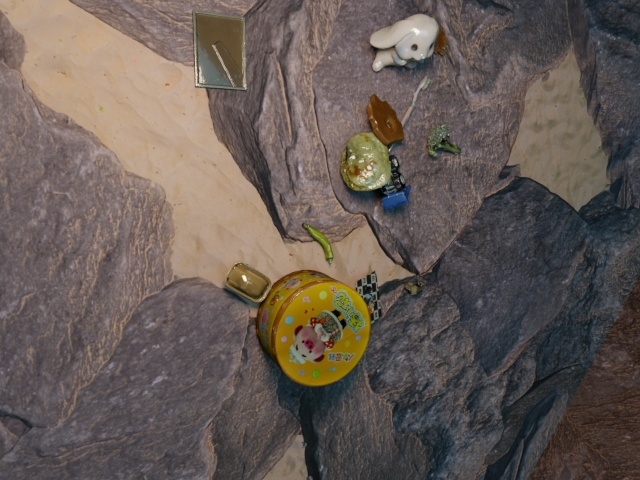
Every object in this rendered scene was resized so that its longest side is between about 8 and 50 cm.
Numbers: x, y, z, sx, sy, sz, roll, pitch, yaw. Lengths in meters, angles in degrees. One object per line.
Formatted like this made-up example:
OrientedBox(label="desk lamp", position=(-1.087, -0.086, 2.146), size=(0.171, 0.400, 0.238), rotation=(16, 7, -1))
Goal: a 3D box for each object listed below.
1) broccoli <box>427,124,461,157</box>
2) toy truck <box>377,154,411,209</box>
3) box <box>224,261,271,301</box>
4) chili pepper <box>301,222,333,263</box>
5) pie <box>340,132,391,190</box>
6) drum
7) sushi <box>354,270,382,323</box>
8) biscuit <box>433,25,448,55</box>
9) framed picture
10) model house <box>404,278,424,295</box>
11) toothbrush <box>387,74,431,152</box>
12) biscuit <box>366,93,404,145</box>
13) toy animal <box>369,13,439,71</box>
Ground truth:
OrientedBox(label="broccoli", position=(0.548, -0.424, 1.979), size=(0.204, 0.118, 0.123), rotation=(17, 60, -41))
OrientedBox(label="toy truck", position=(0.294, -0.243, 1.866), size=(0.126, 0.113, 0.208), rotation=(-22, 94, -60))
OrientedBox(label="box", position=(-0.271, 0.153, 1.680), size=(0.177, 0.111, 0.111), rotation=(33, 84, -25))
OrientedBox(label="chili pepper", position=(0.001, -0.001, 1.820), size=(0.048, 0.043, 0.208), rotation=(-32, 107, 10))
OrientedBox(label="pie", position=(0.174, -0.310, 1.777), size=(0.200, 0.090, 0.248), rotation=(-8, 74, 6))
OrientedBox(label="drum", position=(-0.025, 0.337, 1.763), size=(0.430, 0.214, 0.432), rotation=(-4, 99, -25))
OrientedBox(label="sushi", position=(0.191, 0.251, 1.917), size=(0.192, 0.040, 0.210), rotation=(-21, 103, -54))
OrientedBox(label="biscuit", position=(0.488, -0.847, 1.917), size=(0.129, 0.019, 0.120), rotation=(-10, 103, -24))
OrientedBox(label="framed picture", position=(-0.348, -0.657, 1.565), size=(0.184, 0.016, 0.250), rotation=(-5, 101, -24))
OrientedBox(label="model house", position=(0.424, 0.218, 2.044), size=(0.083, 0.057, 0.058), rotation=(-18, 133, -41))
OrientedBox(label="toothbrush", position=(0.371, -0.536, 1.909), size=(0.037, 0.028, 0.376), rotation=(32, 84, -33))
OrientedBox(label="biscuit", position=(0.253, -0.490, 1.822), size=(0.182, 0.034, 0.215), rotation=(-24, 88, -45))
OrientedBox(label="toy animal", position=(0.340, -0.767, 1.740), size=(0.249, 0.289, 0.174), rotation=(-22, 106, -42))
